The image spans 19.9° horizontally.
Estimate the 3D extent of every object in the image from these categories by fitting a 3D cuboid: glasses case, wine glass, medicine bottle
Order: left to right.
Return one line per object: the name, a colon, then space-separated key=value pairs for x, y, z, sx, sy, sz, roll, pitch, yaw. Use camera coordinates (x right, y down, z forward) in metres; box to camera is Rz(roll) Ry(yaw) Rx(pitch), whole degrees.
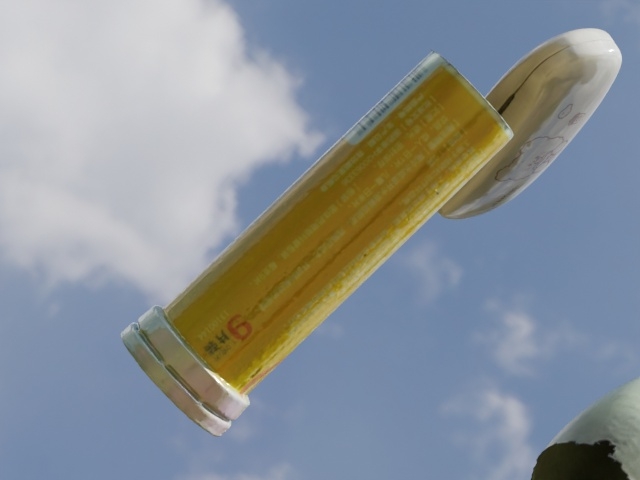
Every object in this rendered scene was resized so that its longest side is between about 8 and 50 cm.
medicine bottle: x=0.000 y=0.000 z=0.931 sx=0.218 sy=0.074 sz=0.074 roll=-44 pitch=-83 yaw=2
glasses case: x=0.139 y=-0.078 z=1.264 sx=0.049 sy=0.074 sz=0.193 roll=62 pitch=-38 yaw=23
wine glass: x=0.320 y=0.142 z=1.129 sx=0.264 sy=0.309 sz=0.096 roll=35 pitch=-47 yaw=27
